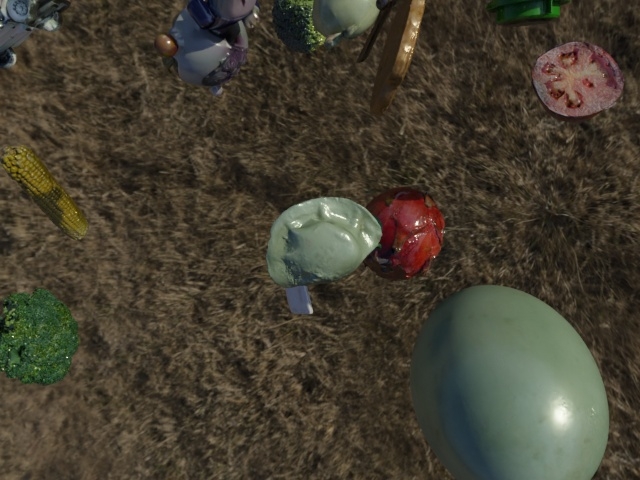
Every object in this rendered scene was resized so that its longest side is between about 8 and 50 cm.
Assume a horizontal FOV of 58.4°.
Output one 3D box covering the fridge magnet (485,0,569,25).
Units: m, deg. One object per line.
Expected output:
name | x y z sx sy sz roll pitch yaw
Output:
fridge magnet | 0.535 -0.605 1.481 0.208 0.208 0.088 2 105 22

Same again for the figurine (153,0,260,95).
figurine | -0.158 -0.355 0.929 0.133 0.194 0.274 49 127 -6

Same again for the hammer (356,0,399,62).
hammer | 0.079 -0.288 0.775 0.021 0.178 0.065 44 75 2

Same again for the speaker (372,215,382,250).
speaker | 0.106 -0.012 1.322 0.075 0.060 0.094 0 115 51

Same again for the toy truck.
toy truck | -0.554 -0.357 0.936 0.271 0.114 0.135 -33 98 9

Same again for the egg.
egg | 0.278 0.223 0.882 0.276 0.389 0.275 2 119 3

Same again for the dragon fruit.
dragon fruit | 0.258 -0.018 1.855 0.296 0.295 0.301 5 60 22

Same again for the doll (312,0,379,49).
doll | 0.055 -0.470 1.072 0.155 0.113 0.274 -12 69 33

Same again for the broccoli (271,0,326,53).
broccoli | -0.060 -0.672 1.741 0.198 0.176 0.226 45 148 -2

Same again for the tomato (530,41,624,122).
tomato | 0.642 -0.392 1.460 0.225 0.085 0.224 -2 75 6

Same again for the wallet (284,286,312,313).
wallet | -0.086 0.179 2.073 0.124 0.032 0.182 -6 99 51

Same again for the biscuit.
biscuit | 0.239 -0.577 1.743 0.062 0.365 0.384 16 66 -5

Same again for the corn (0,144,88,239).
corn | -0.752 -0.132 1.572 0.097 0.097 0.319 -12 129 22

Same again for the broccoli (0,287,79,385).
broccoli | -0.531 0.183 1.056 0.156 0.195 0.195 -20 84 -9

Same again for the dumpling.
dumpling | 0.007 0.011 1.015 0.219 0.152 0.108 -29 40 -8
